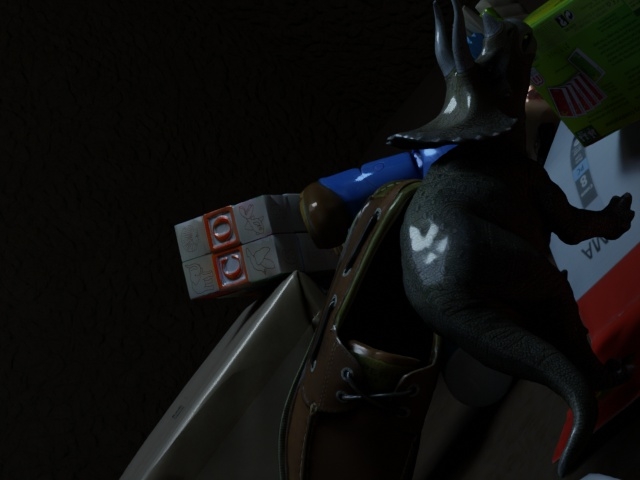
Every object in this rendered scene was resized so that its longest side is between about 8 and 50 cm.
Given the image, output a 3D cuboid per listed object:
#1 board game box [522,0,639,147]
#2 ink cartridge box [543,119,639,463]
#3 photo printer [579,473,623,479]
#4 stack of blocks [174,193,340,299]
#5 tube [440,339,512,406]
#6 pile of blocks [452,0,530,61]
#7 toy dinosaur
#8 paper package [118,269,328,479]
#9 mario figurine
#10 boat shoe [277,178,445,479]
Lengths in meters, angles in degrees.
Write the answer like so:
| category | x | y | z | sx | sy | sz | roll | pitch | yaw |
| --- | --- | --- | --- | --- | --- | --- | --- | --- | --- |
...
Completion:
| category | x | y | z | sx | sy | sz | roll | pitch | yaw |
| --- | --- | --- | --- | --- | --- | --- | --- | --- | --- |
| board game box | 0.197 | -0.129 | 0.827 | 0.043 | 0.092 | 0.181 | -45 | 7 | -26 |
| ink cartridge box | 0.246 | -0.077 | 0.859 | 0.308 | 0.091 | 0.385 | -50 | 5 | 38 |
| photo printer | 0.089 | 0.191 | 0.335 | 0.256 | 0.107 | 0.307 | -55 | 5 | -9 |
| stack of blocks | 0.000 | 0.000 | 1.524 | 0.171 | 0.087 | 0.297 | -18 | -9 | 34 |
| tube | 0.115 | 0.083 | 1.116 | 0.052 | 0.080 | 0.207 | -33 | 10 | 3 |
| pile of blocks | 0.216 | -0.224 | 1.859 | 0.113 | 0.149 | 0.362 | -50 | 6 | 35 |
| toy dinosaur | 0.102 | 0.013 | 0.799 | 0.121 | 0.160 | 0.314 | -48 | 23 | 46 |
| paper package | -0.076 | 0.212 | 1.462 | 0.309 | 0.168 | 0.325 | -55 | 4 | -15 |
| mario figurine | 0.147 | -0.055 | 1.178 | 0.320 | 0.170 | 0.198 | -30 | -13 | 12 |
| boat shoe | 0.035 | 0.100 | 1.025 | 0.104 | 0.110 | 0.307 | 126 | 153 | -78 |
